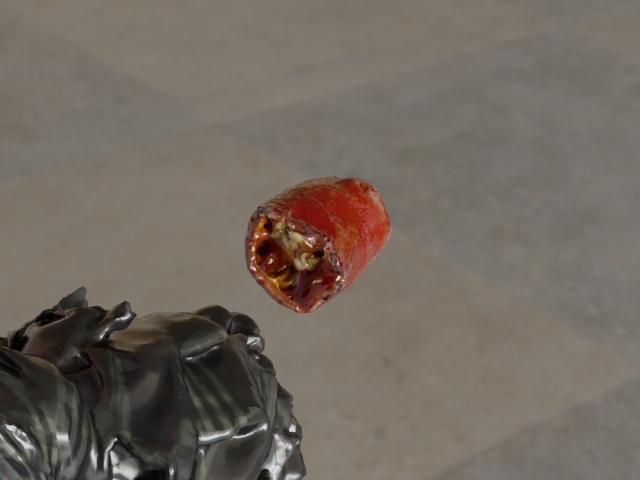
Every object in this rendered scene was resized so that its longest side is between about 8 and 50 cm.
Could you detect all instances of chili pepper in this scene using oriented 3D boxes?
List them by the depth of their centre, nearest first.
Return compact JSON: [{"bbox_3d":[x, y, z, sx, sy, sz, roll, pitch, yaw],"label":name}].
[{"bbox_3d":[0.000,0.000,1.038,0.073,0.070,0.123,5,17,20],"label":"chili pepper"}]

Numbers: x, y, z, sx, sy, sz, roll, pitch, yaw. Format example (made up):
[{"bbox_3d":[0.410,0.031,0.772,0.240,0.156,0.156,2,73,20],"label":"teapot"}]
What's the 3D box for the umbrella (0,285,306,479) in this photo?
[{"bbox_3d":[-0.133,0.107,0.720,0.154,0.128,0.336,51,29,12],"label":"umbrella"}]
